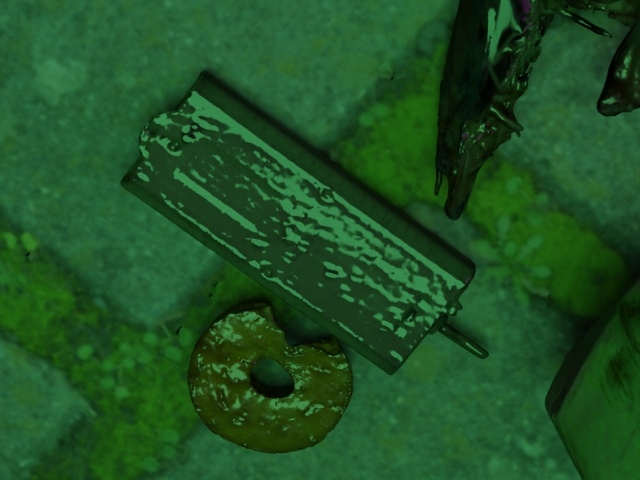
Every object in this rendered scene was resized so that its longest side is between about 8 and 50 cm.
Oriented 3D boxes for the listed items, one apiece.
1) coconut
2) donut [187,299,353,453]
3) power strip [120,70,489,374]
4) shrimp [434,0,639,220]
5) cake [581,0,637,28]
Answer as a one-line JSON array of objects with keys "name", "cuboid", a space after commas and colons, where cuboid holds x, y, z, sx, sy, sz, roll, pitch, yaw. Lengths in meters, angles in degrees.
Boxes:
[{"name": "coconut", "cuboid": [0.255, 0.093, 1.172, 0.204, 0.236, 0.236, 23, 113, -41]}, {"name": "donut", "cuboid": [-0.035, 0.088, 1.269, 0.108, 0.043, 0.097, 34, 109, -11]}, {"name": "power strip", "cuboid": [0.000, 0.000, 1.241, 0.268, 0.034, 0.092, 35, 107, -8]}, {"name": "shrimp", "cuboid": [0.138, -0.116, 1.167, 0.143, 0.052, 0.251, 29, 118, 22]}, {"name": "cake", "cuboid": [0.277, -0.199, 1.136, 0.287, 0.135, 0.098, -13, 114, 29]}]
